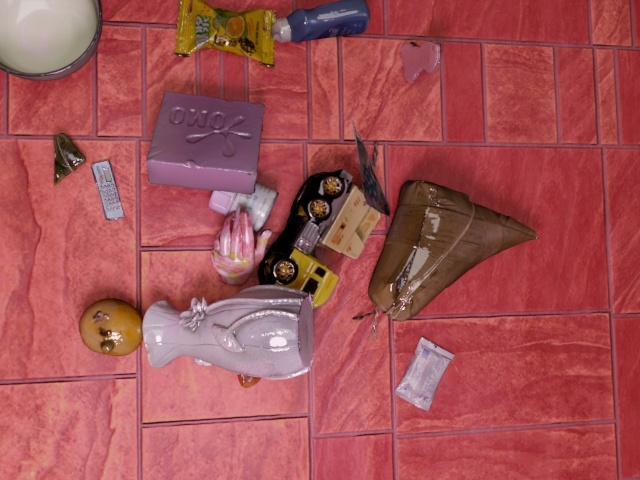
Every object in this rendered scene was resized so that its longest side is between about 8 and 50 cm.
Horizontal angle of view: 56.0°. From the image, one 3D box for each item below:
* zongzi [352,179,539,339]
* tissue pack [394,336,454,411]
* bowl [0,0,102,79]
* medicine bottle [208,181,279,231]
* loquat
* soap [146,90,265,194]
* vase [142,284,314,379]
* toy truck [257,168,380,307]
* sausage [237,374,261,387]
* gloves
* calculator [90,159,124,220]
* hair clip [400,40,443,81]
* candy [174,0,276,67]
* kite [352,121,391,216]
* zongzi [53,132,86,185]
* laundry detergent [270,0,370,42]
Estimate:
[{"bbox_3d":[0.390,0.113,1.771,0.467,0.218,0.500,22,83,-8],"label":"zongzi"},{"bbox_3d":[0.318,0.409,1.838,0.122,0.026,0.193,29,82,-6],"label":"tissue pack"},{"bbox_3d":[-0.756,-0.586,1.629,0.354,0.185,0.354,1,86,-10],"label":"bowl"},{"bbox_3d":[-0.220,-0.115,1.722,0.168,0.135,0.135,25,83,-4],"label":"medicine bottle"},{"bbox_3d":[-0.559,0.239,1.614,0.172,0.204,0.149,34,100,-18],"label":"loquat"},{"bbox_3d":[-0.309,-0.268,1.665,0.296,0.107,0.285,4,54,-6],"label":"soap"},{"bbox_3d":[-0.243,0.246,1.592,0.445,0.250,0.250,-3,87,14],"label":"vase"},{"bbox_3d":[0.000,0.000,1.735,0.254,0.180,0.405,32,79,-14],"label":"toy truck"},{"bbox_3d":[-0.197,0.330,1.729,0.089,0.089,0.179,11,88,-9],"label":"sausage"},{"bbox_3d":[-0.225,0.019,1.668,0.145,0.241,0.126,23,50,9],"label":"gloves"},{"bbox_3d":[-0.607,-0.142,1.715,0.057,0.018,0.172,-15,88,-12],"label":"calculator"},{"bbox_3d":[0.310,-0.556,1.842,0.102,0.138,0.123,-6,95,-5],"label":"hair clip"},{"bbox_3d":[-0.275,-0.612,1.772,0.297,0.081,0.187,4,86,-23],"label":"candy"},{"bbox_3d":[0.150,-0.193,1.752,0.011,0.314,0.335,-12,125,21],"label":"kite"},{"bbox_3d":[-0.732,-0.230,1.682,0.119,0.055,0.109,-38,91,1],"label":"zongzi"},{"bbox_3d":[-0.004,-0.644,1.791,0.290,0.143,0.094,-15,93,-7],"label":"laundry detergent"}]
